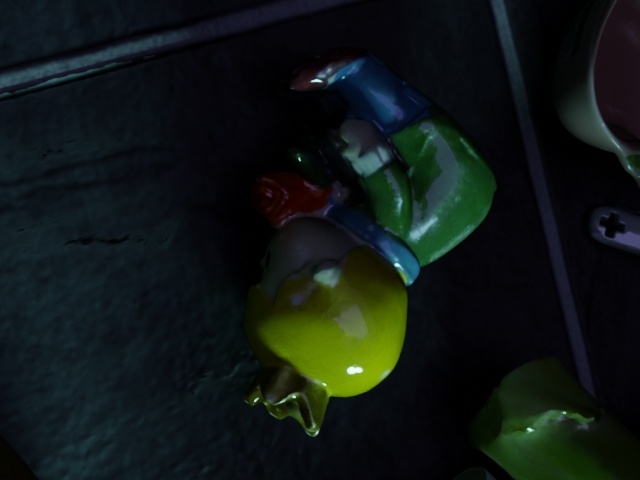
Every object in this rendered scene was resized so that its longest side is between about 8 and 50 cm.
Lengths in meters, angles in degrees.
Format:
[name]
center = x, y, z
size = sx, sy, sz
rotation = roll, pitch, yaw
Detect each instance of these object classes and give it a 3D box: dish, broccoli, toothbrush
[dish]
center = 0.268, -0.124, 0.929
size = 0.213, 0.090, 0.213
rotation = 0, 89, -31
[broccoli]
center = 0.321, 0.245, 0.856
size = 0.275, 0.397, 0.353
rotation = -49, 135, -21
[toothbrush]
center = 0.423, 0.048, 0.961
size = 0.418, 0.040, 0.042
rotation = 19, 77, -5

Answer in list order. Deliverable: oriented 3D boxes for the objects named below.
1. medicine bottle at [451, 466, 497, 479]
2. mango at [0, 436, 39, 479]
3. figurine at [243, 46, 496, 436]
[medicine bottle]
center = 0.137, 0.223, 0.871
size = 0.091, 0.058, 0.058
rotation = 43, 71, -14
[mango]
center = -0.206, 0.202, 0.658
size = 0.133, 0.111, 0.267
rotation = -32, 102, -13
[figurine]
center = 0.001, -0.002, 0.768
size = 0.185, 0.127, 0.234
rotation = 44, 81, -19
